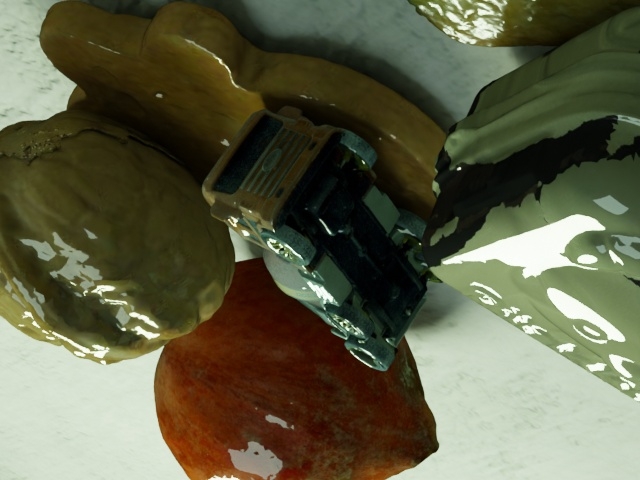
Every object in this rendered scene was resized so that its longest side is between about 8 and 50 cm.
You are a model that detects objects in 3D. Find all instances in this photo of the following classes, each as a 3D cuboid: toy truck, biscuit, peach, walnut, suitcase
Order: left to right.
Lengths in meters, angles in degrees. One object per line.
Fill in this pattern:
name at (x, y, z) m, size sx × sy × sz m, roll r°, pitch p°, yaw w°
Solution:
walnut at (-0.188, -0.001, 1.580) m, size 0.198 × 0.198 × 0.245 m, roll -7°, pitch 144°, yaw 47°
biscuit at (-0.052, -0.096, 1.550) m, size 0.355 × 0.052 × 0.275 m, roll 15°, pitch 154°, yaw 18°
peach at (-0.014, 0.138, 1.733) m, size 0.256 × 0.232 × 0.232 m, roll 24°, pitch 154°, yaw 26°
toy truck at (0.000, 0.000, 1.513) m, size 0.140 × 0.108 × 0.257 m, roll 23°, pitch 162°, yaw 38°
biscuit at (0.158, -0.170, 1.271) m, size 0.247 × 0.029 × 0.118 m, roll 2°, pitch 150°, yaw 38°
suitcase at (0.267, 0.005, 1.279) m, size 0.351 × 0.194 × 0.339 m, roll 30°, pitch 157°, yaw -17°
